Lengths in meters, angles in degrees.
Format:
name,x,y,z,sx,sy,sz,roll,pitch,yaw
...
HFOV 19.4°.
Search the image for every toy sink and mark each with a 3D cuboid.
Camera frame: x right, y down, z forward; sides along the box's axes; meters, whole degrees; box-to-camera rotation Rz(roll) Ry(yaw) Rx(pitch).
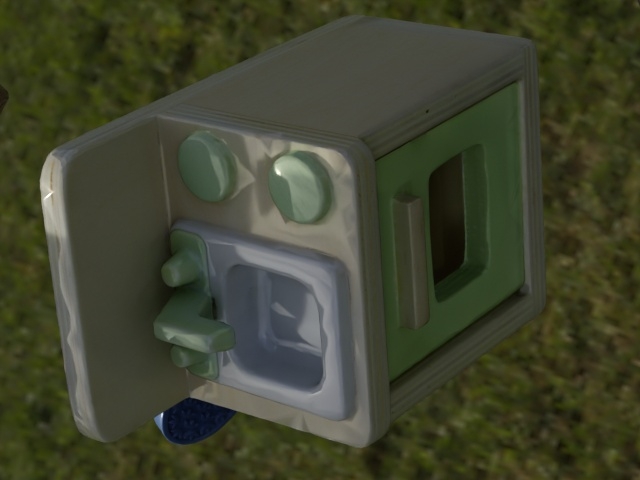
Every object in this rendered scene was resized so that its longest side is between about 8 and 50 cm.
name,x,y,z,sx,sy,sz,roll,pitch,yaw
toy sink,0.000,0.000,0.904,0.131,0.234,0.152,13,118,36

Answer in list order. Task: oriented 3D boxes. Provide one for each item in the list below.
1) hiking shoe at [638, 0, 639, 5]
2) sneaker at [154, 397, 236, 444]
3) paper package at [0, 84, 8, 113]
name,x,y,z,sx,sy,sz,roll,pitch,yaw
hiking shoe,0.097,-0.104,0.441,0.086,0.114,0.227,-8,66,2
sneaker,-0.083,0.049,1.526,0.090,0.081,0.232,33,99,51
paper package,-0.401,-0.049,1.102,0.325,0.168,0.309,31,93,31
